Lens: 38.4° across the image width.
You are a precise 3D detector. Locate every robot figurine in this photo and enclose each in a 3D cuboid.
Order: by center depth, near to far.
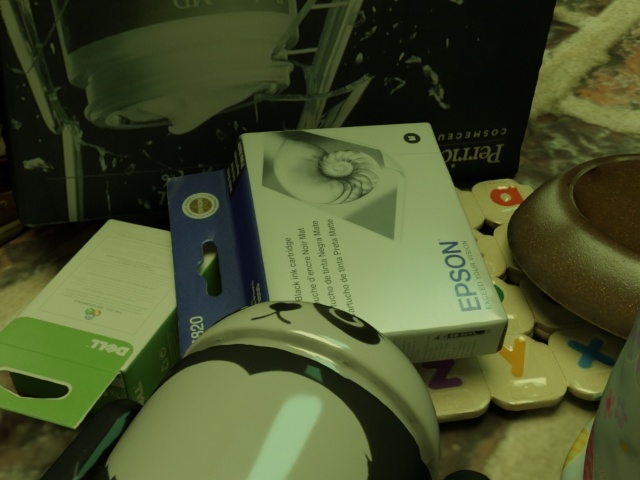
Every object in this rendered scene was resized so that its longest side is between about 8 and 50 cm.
[{"bbox_3d":[-0.038,0.153,0.482,0.209,0.173,0.278,37,43,-4],"label":"robot figurine"}]

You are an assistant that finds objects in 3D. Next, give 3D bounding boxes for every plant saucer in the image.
[{"bbox_3d":[0.308,-0.002,0.730,0.311,0.050,0.310,3,29,-2],"label":"plant saucer"}]

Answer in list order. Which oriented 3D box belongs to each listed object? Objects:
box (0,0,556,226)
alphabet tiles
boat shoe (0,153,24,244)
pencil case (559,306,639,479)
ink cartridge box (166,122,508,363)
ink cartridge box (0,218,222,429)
[{"bbox_3d":[-0.051,-0.303,0.803,0.480,0.471,0.297,-7,37,-18],"label":"box"},{"bbox_3d":[0.130,0.038,0.754,0.284,0.021,0.278,-7,37,-6],"label":"alphabet tiles"},{"bbox_3d":[-0.277,-0.054,0.869,0.064,0.060,0.178,24,44,31],"label":"boat shoe"},{"bbox_3d":[0.215,0.074,0.499,0.114,0.273,0.124,9,45,4],"label":"pencil case"},{"bbox_3d":[0.000,0.000,0.689,0.224,0.045,0.223,-7,47,-8],"label":"ink cartridge box"},{"bbox_3d":[-0.163,0.073,0.690,0.109,0.062,0.209,12,39,19],"label":"ink cartridge box"}]
